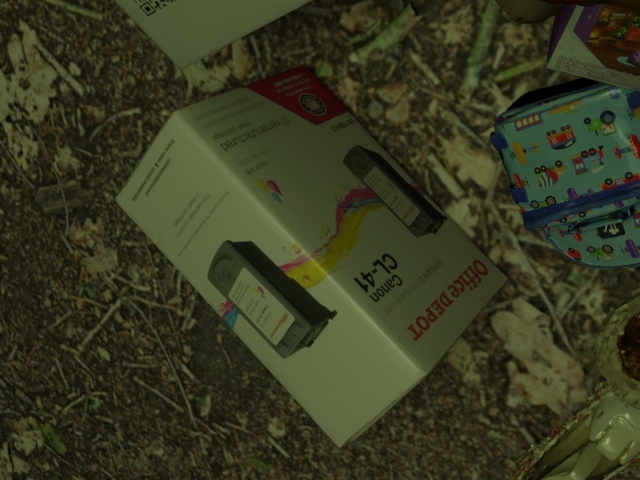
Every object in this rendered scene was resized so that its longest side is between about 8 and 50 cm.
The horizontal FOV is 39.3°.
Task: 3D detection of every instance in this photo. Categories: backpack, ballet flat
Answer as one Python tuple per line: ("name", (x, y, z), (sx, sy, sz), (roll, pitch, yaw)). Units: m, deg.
("backpack", (0.239, -0.049, 0.749), (0.158, 0.117, 0.173), (-11, 105, 34))
("ballet flat", (0.264, 0.199, 0.850), (0.091, 0.077, 0.241), (41, 123, 12))

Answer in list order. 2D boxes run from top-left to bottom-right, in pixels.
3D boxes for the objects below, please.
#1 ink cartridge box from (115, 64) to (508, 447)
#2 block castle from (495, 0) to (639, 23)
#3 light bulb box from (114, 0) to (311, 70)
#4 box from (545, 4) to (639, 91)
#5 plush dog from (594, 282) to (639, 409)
("ink cartridge box", (0.000, 0.000, 0.840), (0.306, 0.226, 0.131), (45, 125, 7))
("block castle", (0.228, -0.313, 0.368), (0.303, 0.213, 0.452), (4, 93, 3))
("light bulb box", (-0.071, -0.377, 0.653), (0.358, 0.225, 0.361), (-18, 131, 34))
("box", (0.319, -0.157, 0.576), (0.294, 0.057, 0.201), (15, 153, 3))
("plush dog", (0.322, 0.062, 0.685), (0.226, 0.262, 0.210), (-22, 65, 12))
